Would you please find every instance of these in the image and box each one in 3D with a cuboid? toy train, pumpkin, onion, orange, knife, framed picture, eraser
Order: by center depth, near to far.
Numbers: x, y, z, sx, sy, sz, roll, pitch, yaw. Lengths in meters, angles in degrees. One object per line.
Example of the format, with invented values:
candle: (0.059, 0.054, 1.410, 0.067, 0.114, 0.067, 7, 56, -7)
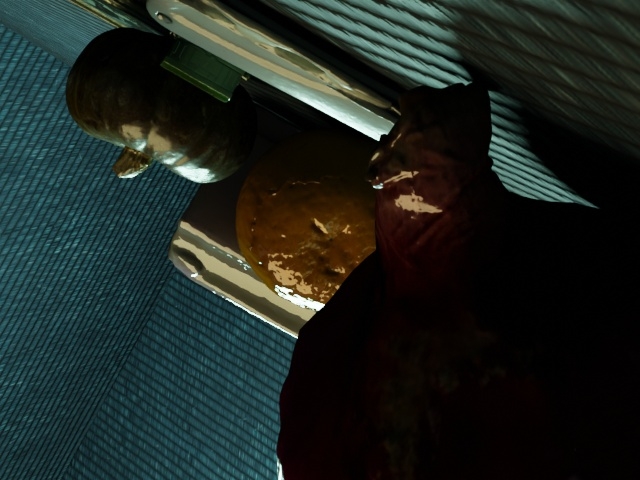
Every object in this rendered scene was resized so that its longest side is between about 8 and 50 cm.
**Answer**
onion: (0.117, 0.083, 0.710, 0.398, 0.398, 0.420, 27, 157, 52)
knife: (-0.014, -0.139, 0.780, 0.265, 0.041, 0.073, 29, 168, -9)
toy train: (-0.113, -0.180, 0.981, 0.093, 0.056, 0.038, 28, 177, -17)
pumpkin: (-0.185, -0.141, 1.095, 0.219, 0.162, 0.219, 28, -179, 0)
orange: (0.012, -0.023, 1.130, 0.219, 0.219, 0.193, 29, -148, 6)
framed picture: (-0.236, -0.265, 1.162, 0.296, 0.019, 0.232, 29, 179, -12)
eraser: (0.000, 0.000, 1.331, 0.359, 0.272, 0.122, 27, 139, -7)
